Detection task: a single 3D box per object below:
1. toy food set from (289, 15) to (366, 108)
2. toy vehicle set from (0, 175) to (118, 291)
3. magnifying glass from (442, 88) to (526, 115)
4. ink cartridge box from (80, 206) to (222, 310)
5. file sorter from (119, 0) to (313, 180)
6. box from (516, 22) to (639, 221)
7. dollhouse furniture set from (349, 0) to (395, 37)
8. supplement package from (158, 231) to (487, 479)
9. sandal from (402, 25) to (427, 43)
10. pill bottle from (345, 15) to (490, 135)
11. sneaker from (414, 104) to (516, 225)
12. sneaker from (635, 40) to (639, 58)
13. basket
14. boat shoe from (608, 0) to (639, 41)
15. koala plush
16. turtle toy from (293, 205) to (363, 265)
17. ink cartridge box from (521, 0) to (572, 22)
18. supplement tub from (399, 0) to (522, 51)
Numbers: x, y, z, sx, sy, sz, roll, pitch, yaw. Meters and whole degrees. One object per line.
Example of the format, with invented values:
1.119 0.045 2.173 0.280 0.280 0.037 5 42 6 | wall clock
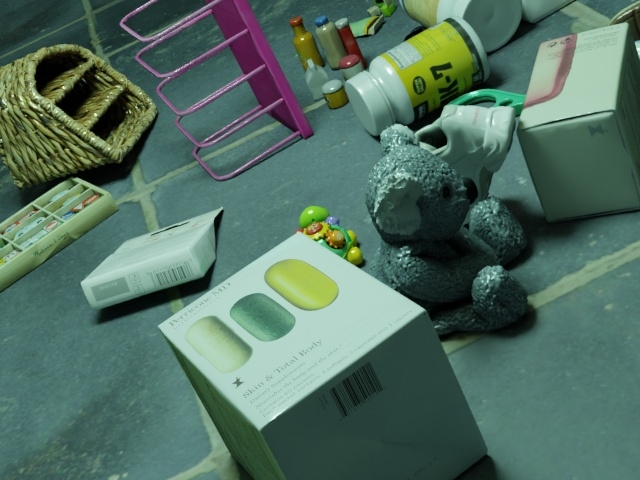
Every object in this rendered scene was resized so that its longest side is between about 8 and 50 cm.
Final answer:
0.015 -0.330 2.107 0.111 0.104 0.232 -23 29 3 | toy food set
-0.494 -0.011 2.042 0.267 0.035 0.166 -38 32 -22 | toy vehicle set
0.288 -0.203 1.779 0.231 0.026 0.092 -1 37 34 | magnifying glass
-0.243 0.026 1.801 0.181 0.056 0.225 -18 11 13 | ink cartridge box
-0.182 -0.276 1.984 0.182 0.291 0.202 -33 30 -9 | file sorter
0.346 -0.154 1.528 0.126 0.149 0.232 -9 32 26 | box
0.092 -0.452 2.295 0.076 0.058 0.152 -3 36 34 | dollhouse furniture set
-0.003 0.154 1.237 0.199 0.198 0.262 -34 30 -15 | supplement package
0.172 -0.340 2.071 0.067 0.040 0.179 -12 31 21 | sandal
0.152 -0.257 1.872 0.208 0.119 0.119 -30 30 -8 | pill bottle
0.169 -0.105 1.510 0.115 0.232 0.090 17 56 2 | sneaker
0.476 -0.250 1.671 0.237 0.085 0.086 -1 10 41 | sneaker
-0.465 -0.260 2.211 0.223 0.213 0.299 -15 21 16 | basket
0.550 -0.331 1.739 0.257 0.095 0.095 -11 18 13 | boat shoe
0.119 -0.016 1.398 0.203 0.221 0.196 -15 31 17 | koala plush
0.000 0.000 1.621 0.095 0.066 0.130 -22 29 4 | turtle toy
0.315 -0.515 2.087 0.114 0.198 0.273 -31 30 -11 | ink cartridge box
0.237 -0.412 2.019 0.144 0.144 0.200 -31 40 -11 | supplement tub
